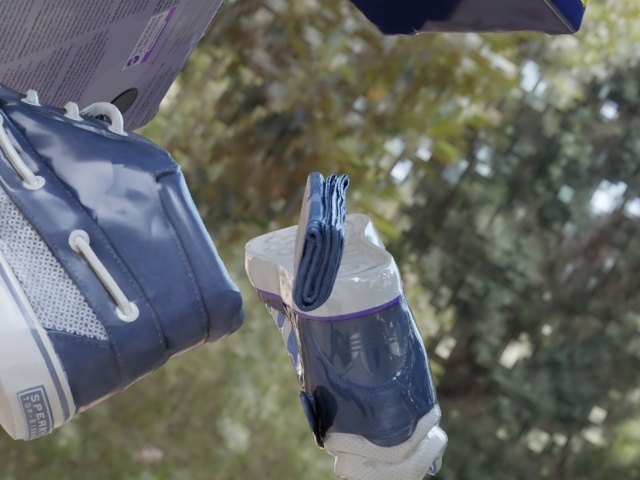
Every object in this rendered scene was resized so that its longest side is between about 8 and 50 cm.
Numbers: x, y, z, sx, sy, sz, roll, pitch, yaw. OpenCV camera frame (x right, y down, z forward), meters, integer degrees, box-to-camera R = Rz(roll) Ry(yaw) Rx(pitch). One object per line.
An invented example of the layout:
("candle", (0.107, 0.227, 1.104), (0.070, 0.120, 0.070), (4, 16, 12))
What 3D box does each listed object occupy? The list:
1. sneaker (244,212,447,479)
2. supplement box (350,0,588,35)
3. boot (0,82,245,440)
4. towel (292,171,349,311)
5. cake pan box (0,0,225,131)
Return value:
("sneaker", (0.025, 0.114, 1.708), (0.323, 0.130, 0.236), (-137, -147, -76))
("supplement box", (0.133, -0.365, 1.553), (0.194, 0.357, 0.195), (5, -22, 38))
("boot", (-0.104, -0.026, 0.645), (0.190, 0.086, 0.069), (58, -21, 22))
("towel", (0.000, 0.000, 1.280), (0.029, 0.067, 0.119), (11, 20, -4))
("cake pan box", (-0.158, -0.127, 1.132), (0.070, 0.245, 0.267), (49, -41, 11))
